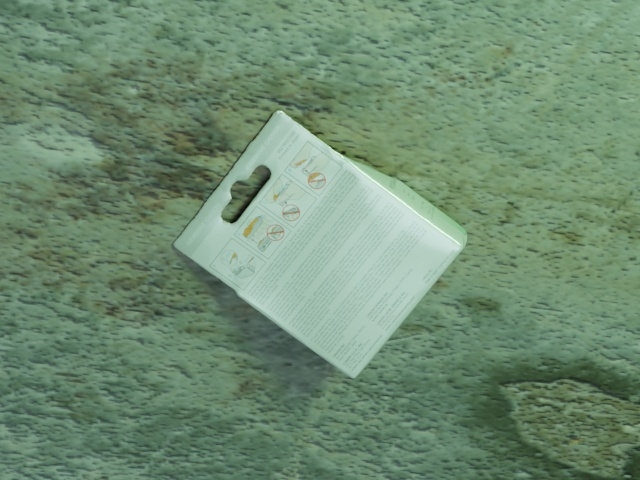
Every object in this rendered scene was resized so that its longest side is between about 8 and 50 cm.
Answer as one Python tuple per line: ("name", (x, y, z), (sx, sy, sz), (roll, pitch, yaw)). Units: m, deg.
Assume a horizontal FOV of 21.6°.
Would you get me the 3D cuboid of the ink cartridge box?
("ink cartridge box", (0.000, 0.000, 1.624), (0.225, 0.056, 0.181), (37, 108, -6))
